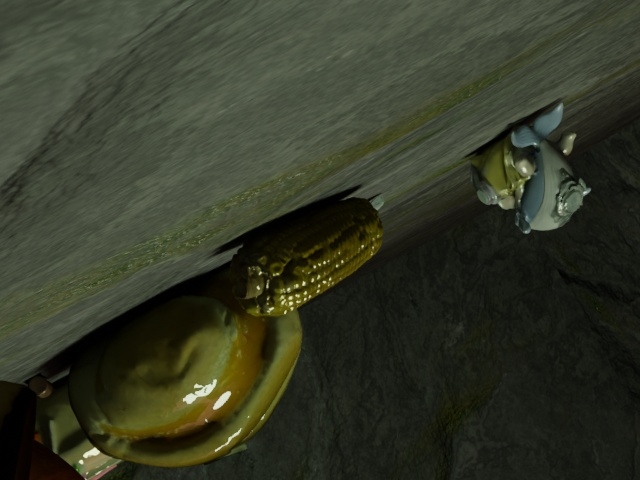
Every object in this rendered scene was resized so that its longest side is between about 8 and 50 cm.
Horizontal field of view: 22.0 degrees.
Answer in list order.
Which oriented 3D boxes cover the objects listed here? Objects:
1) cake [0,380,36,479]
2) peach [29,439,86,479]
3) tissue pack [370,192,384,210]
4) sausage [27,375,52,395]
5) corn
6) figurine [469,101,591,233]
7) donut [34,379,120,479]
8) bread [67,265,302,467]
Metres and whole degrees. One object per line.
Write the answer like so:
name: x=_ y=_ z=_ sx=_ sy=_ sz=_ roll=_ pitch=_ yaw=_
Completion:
cake: x=-0.351 y=0.208 z=1.467 sx=0.178 sy=0.185 sz=0.207 roll=8 pitch=-169 yaw=-8
peach: x=-0.440 y=0.385 z=2.057 sx=0.373 sy=0.290 sz=0.372 roll=-29 pitch=174 yaw=-3
tissue pack: x=0.000 y=0.000 z=2.190 sx=0.122 sy=0.026 sz=0.193 roll=-27 pitch=176 yaw=-35
sausage: x=-0.353 y=0.185 z=2.082 sx=0.026 sy=0.026 sz=0.116 roll=-28 pitch=176 yaw=-8
corn: x=-0.014 y=0.015 z=1.838 sx=0.097 sy=0.097 sz=0.262 roll=-32 pitch=177 yaw=38
figurine: x=0.286 y=-0.096 z=2.265 sx=0.128 sy=0.184 sz=0.208 roll=-29 pitch=139 yaw=-26
donut: x=-0.383 y=0.298 z=2.385 sx=0.371 sy=0.150 sz=0.307 roll=-33 pitch=175 yaw=37
bread: x=-0.152 y=0.170 z=2.021 sx=0.300 sy=0.210 sz=0.341 roll=-30 pitch=176 yaw=-14
